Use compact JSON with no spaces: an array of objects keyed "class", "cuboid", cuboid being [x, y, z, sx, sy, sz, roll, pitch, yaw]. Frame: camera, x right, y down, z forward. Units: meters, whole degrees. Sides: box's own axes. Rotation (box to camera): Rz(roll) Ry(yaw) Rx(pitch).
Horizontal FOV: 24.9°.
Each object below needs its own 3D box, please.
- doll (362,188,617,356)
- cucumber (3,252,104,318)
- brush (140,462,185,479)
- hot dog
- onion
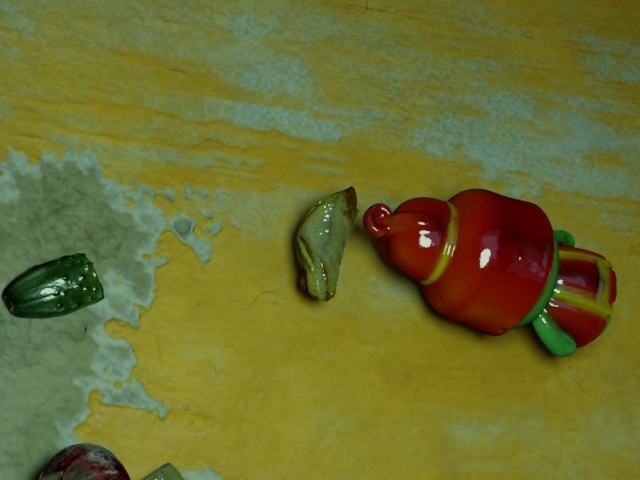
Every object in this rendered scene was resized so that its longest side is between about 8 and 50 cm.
[{"class":"doll","cuboid":[0.216,0.027,1.845,0.363,0.160,0.183,18,64,-19]},{"class":"cucumber","cuboid":[-0.301,0.052,1.629,0.107,0.035,0.067,-22,77,-34]},{"class":"brush","cuboid":[-0.096,0.362,1.564,0.054,0.048,0.282,-31,80,-40]},{"class":"hot dog","cuboid":[-0.001,0.001,1.801,0.078,0.061,0.169,58,39,-46]},{"class":"onion","cuboid":[-0.231,0.302,1.488,0.151,0.098,0.206,5,61,-25]}]
